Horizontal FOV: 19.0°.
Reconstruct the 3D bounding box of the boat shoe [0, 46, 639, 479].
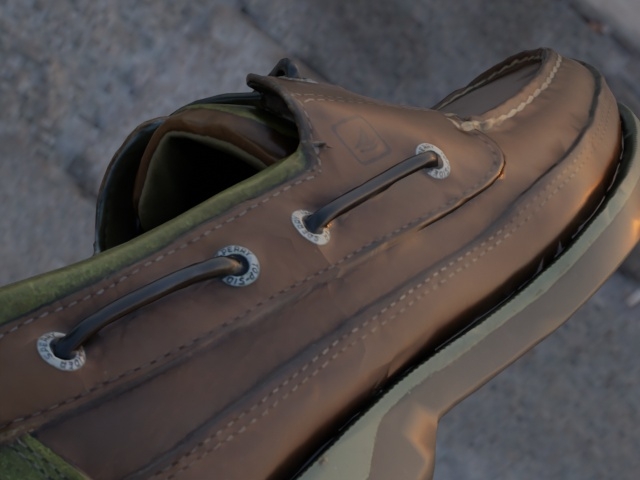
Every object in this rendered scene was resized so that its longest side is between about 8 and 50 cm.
[{"bbox_3d":[0.000,0.000,0.501,0.104,0.110,0.307,53,35,-6],"label":"boat shoe"}]
